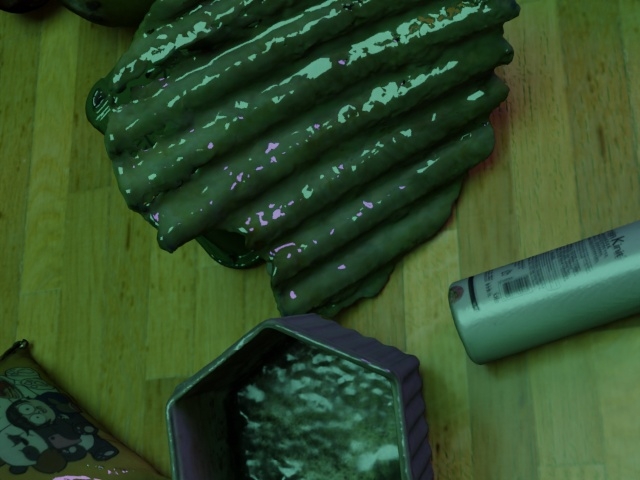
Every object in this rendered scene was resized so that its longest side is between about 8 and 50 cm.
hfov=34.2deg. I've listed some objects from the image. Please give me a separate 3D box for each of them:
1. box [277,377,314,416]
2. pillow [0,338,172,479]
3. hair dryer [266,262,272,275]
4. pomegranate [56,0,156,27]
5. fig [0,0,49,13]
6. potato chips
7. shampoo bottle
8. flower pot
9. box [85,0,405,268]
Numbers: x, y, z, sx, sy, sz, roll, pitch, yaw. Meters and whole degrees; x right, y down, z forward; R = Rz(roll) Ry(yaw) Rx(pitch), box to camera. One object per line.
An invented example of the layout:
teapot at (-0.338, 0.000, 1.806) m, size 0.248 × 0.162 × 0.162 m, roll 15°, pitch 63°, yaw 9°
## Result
box at (-0.017, 0.135, 1.086) m, size 0.098 × 0.045 × 0.062 m, roll -45°, pitch 61°, yaw 3°
pillow at (-0.355, 0.257, 1.093) m, size 0.310 × 0.119 × 0.312 m, roll 36°, pitch 47°, yaw 28°
hair dryer at (0.000, 0.000, 1.135) m, size 0.063 × 0.038 × 0.124 m, roll 30°, pitch 79°, yaw 27°
pomegranate at (-0.245, -0.413, 1.218) m, size 0.291 × 0.323 × 0.290 m, roll -9°, pitch 63°, yaw 18°
fig at (-0.411, -0.437, 1.409) m, size 0.145 × 0.170 × 0.274 m, roll -15°, pitch 48°, yaw 23°
potato chips at (0.010, -0.125, 0.990) m, size 0.389 × 0.373 × 0.097 m, roll -51°, pitch 25°, yaw 8°
shampoo bottle at (0.255, 0.039, 0.975) m, size 0.262 × 0.085 × 0.085 m, roll -20°, pitch 66°, yaw 16°
flower pot at (-0.012, 0.184, 0.957) m, size 0.239 × 0.189 × 0.209 m, roll -39°, pitch 81°, yaw 9°
box at (-0.083, -0.167, 1.143) m, size 0.328 × 0.178 × 0.253 m, roll -47°, pitch 59°, yaw 3°
